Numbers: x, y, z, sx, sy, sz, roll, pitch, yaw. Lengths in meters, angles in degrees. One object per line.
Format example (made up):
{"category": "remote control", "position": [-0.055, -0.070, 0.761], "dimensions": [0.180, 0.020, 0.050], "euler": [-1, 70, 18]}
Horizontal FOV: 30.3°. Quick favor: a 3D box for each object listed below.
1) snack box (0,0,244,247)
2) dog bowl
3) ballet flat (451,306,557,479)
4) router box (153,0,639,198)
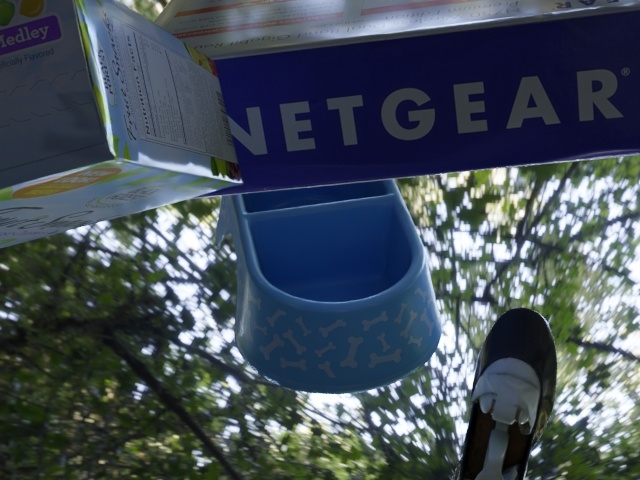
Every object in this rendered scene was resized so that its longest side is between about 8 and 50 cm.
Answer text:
{"category": "snack box", "position": [-0.138, -0.035, 0.472], "dimensions": [0.174, 0.207, 0.070], "euler": [-14, -90, 7]}
{"category": "dog bowl", "position": [0.000, 0.000, 0.975], "dimensions": [0.166, 0.074, 0.297], "euler": [-8, -144, -7]}
{"category": "ballet flat", "position": [0.150, 0.157, 0.974], "dimensions": [0.074, 0.074, 0.203], "euler": [15, -82, 10]}
{"category": "router box", "position": [0.070, -0.136, 0.750], "dimensions": [0.335, 0.301, 0.082], "euler": [-5, -64, 9]}
